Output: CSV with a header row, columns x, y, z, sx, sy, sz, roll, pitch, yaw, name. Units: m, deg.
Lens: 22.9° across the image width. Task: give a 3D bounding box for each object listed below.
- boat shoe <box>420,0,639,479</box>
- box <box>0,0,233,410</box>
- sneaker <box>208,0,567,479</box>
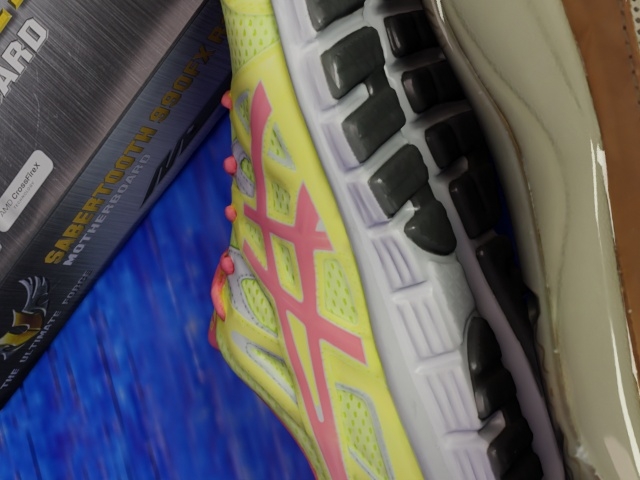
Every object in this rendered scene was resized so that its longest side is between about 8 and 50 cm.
x,y,z,sx,sy,sz,roll,pitch,yaw,name
0.113,0.005,0.379,0.120,0.122,0.324,-21,78,17,boat shoe
-0.111,-0.087,0.516,0.183,0.056,0.231,43,102,20,box
0.000,0.000,0.437,0.094,0.081,0.208,-15,94,33,sneaker
